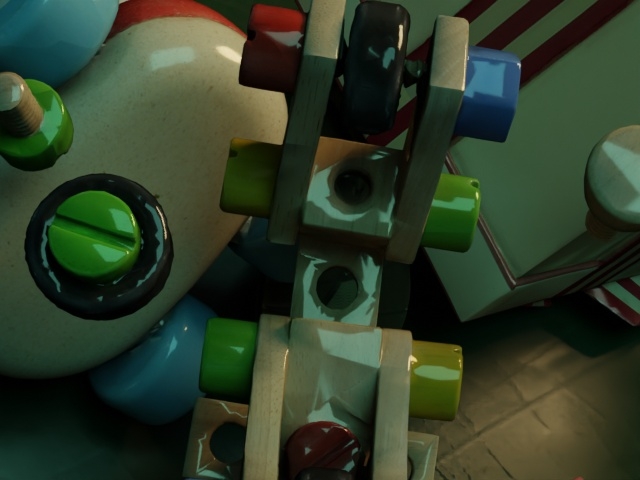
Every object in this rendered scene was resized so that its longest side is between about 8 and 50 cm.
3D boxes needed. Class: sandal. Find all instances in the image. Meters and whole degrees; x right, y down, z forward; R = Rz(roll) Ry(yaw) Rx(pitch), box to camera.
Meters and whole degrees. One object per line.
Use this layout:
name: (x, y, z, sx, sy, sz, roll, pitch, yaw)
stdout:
sandal: (0.000, 0.000, 0.922, 0.090, 0.060, 0.219, 19, 46, -20)

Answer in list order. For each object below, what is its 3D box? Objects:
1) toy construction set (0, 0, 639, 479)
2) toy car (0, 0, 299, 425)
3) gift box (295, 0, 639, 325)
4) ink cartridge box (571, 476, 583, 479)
toy construction set: (0.043, 0.031, 0.726, 0.309, 0.237, 0.257, -18, 76, -4)
toy car: (-0.135, -0.063, 0.845, 0.219, 0.210, 0.238, 37, 11, -36)
gift box: (0.175, -0.101, 0.928, 0.276, 0.258, 0.255, -4, 64, -45)
ink cartridge box: (0.054, 0.197, 0.803, 0.175, 0.127, 0.072, -19, 75, -28)
